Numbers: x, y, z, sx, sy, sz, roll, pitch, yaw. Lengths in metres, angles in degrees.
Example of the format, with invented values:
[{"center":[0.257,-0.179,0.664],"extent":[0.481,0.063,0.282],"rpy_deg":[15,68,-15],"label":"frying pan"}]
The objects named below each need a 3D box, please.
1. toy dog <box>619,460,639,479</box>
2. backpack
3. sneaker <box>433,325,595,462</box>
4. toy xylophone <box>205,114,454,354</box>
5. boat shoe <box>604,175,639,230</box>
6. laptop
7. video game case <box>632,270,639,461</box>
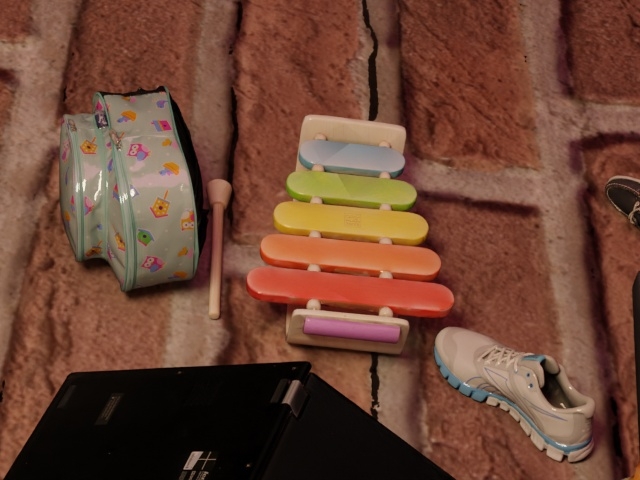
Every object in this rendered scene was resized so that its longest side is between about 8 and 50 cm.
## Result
[{"center":[0.167,0.319,1.209],"extent":[0.408,0.284,0.395],"rpy_deg":[-21,27,-10],"label":"toy dog"},{"center":[-0.186,-0.044,1.684],"extent":[0.144,0.165,0.188],"rpy_deg":[-11,44,-20],"label":"backpack"},{"center":[0.194,0.129,1.641],"extent":[0.191,0.083,0.071],"rpy_deg":[34,50,24],"label":"sneaker"},{"center":[0.000,0.000,1.736],"extent":[0.236,0.081,0.322],"rpy_deg":[1,44,-10],"label":"toy xylophone"},{"center":[0.364,-0.026,1.863],"extent":[0.125,0.046,0.038],"rpy_deg":[38,44,15],"label":"boat shoe"},{"center":[-0.082,0.316,1.439],"extent":[0.408,0.236,0.382],"rpy_deg":[-4,37,27],"label":"laptop"},{"center":[0.442,0.153,1.698],"extent":[0.248,0.035,0.275],"rpy_deg":[10,43,-1],"label":"video game case"}]
